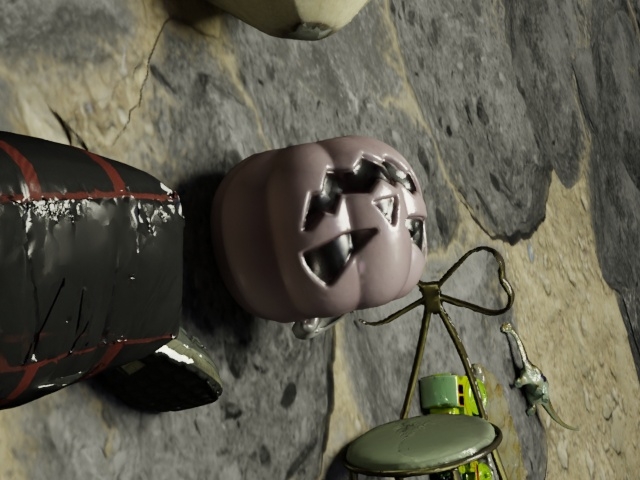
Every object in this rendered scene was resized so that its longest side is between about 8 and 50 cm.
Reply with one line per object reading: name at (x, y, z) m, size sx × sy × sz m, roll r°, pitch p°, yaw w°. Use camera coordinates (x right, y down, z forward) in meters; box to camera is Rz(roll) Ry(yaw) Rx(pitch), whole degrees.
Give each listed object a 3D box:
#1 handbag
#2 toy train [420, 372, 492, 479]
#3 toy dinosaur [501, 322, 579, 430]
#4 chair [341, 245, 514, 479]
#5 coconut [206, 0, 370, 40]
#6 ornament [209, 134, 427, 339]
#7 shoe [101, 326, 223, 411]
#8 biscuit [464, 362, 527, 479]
handbag at (-0.199, 0.015, 0.834) m, size 0.215 × 0.169 × 0.155 m, roll -2°, pitch 99°, yaw -64°
toy train at (0.147, 0.262, 1.543) m, size 0.085 × 0.053 × 0.250 m, roll 10°, pitch 72°, yaw -53°
toy dinosaur at (0.259, 0.180, 1.806) m, size 0.180 × 0.037 × 0.058 m, roll 63°, pitch 36°, yaw -27°
chair at (0.095, 0.183, 1.365) m, size 0.170 × 0.159 × 0.326 m, roll -25°, pitch 106°, yaw -63°
coconut at (-0.021, -0.268, 1.254) m, size 0.202 × 0.202 × 0.222 m, roll 29°, pitch 54°, yaw -57°
ornament at (0.001, 0.000, 1.223) m, size 0.177 × 0.177 × 0.178 m, roll 33°, pitch 52°, yaw -55°
shoe at (-0.130, 0.059, 1.061) m, size 0.194 × 0.074 × 0.077 m, roll 39°, pitch 42°, yaw -49°
biscuit at (0.197, 0.282, 1.644) m, size 0.141 × 0.038 × 0.290 m, roll 14°, pitch 69°, yaw -62°
